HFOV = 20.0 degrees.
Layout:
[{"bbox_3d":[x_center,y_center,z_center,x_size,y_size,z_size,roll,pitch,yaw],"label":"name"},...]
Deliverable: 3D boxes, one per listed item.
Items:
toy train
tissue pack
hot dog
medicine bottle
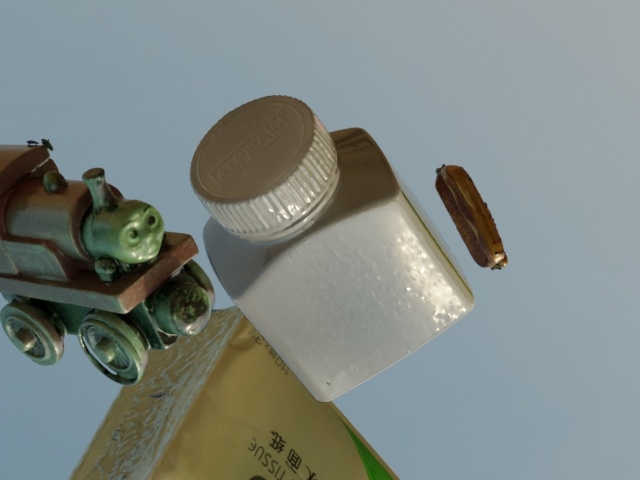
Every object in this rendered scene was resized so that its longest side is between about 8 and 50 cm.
[{"bbox_3d":[-0.246,0.017,1.871,0.304,0.221,0.150,6,-142,43],"label":"toy train"},{"bbox_3d":[-0.088,0.332,2.279,0.405,0.205,0.332,49,-132,-24],"label":"tissue pack"},{"bbox_3d":[0.153,-0.025,1.807,0.037,0.049,0.122,-25,-98,-21],"label":"hot dog"},{"bbox_3d":[0.000,0.000,1.154,0.188,0.132,0.088,54,-173,-42],"label":"medicine bottle"}]
